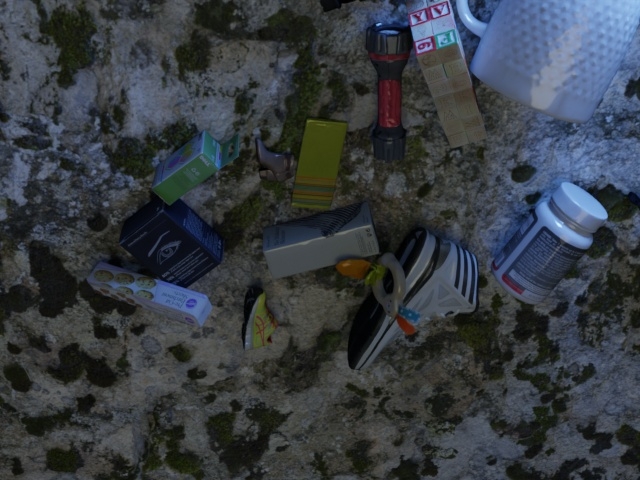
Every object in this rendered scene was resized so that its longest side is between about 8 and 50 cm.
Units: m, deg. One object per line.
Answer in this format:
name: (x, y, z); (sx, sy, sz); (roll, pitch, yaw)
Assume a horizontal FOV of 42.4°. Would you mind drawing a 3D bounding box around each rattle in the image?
rattle: (0.140, 0.131, 1.962); (0.142, 0.200, 0.130); (7, 153, -43)

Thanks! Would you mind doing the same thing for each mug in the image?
mug: (0.453, -0.467, 1.667); (0.374, 0.276, 0.328); (30, 116, 13)

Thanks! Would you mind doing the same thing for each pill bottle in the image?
pill bottle: (0.565, 0.007, 2.035); (0.161, 0.161, 0.283); (24, 120, -18)

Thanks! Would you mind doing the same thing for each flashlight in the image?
flashlight: (0.152, -0.321, 1.817); (0.103, 0.103, 0.304); (-22, 125, -30)

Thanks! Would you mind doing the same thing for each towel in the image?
towel: (-0.005, -0.180, 1.961); (0.102, 0.021, 0.237); (4, 123, -13)

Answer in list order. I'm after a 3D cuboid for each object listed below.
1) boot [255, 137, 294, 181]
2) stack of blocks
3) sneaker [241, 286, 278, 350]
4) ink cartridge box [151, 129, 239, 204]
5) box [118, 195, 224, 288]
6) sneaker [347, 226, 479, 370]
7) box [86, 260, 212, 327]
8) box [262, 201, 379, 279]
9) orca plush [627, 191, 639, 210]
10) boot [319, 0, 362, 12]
boot: (-0.105, -0.191, 1.938); (0.086, 0.042, 0.119); (-8, 126, -5)
stack of blocks: (0.271, -0.359, 1.755); (0.087, 0.171, 0.297); (-15, 142, 14)
sneaker: (-0.155, 0.204, 2.184); (0.094, 0.081, 0.209); (1, 131, -12)
ink cartridge box: (-0.285, -0.182, 1.887); (0.209, 0.109, 0.062); (-33, 121, 18)
box: (-0.359, 0.002, 2.009); (0.153, 0.108, 0.207); (-34, 119, 19)
sneaker: (0.260, 0.197, 2.141); (0.257, 0.169, 0.448); (22, 118, -15)
box: (-0.422, 0.130, 2.025); (0.323, 0.067, 0.063); (16, 149, 22)
box: (0.000, 0.000, 2.028); (0.275, 0.113, 0.094); (-14, 123, 5)
orca plush: (0.895, -0.053, 2.081); (0.287, 0.102, 0.151); (31, 163, -11)
boot: (0.088, -0.622, 1.592); (0.260, 0.131, 0.348); (-12, 135, 13)
